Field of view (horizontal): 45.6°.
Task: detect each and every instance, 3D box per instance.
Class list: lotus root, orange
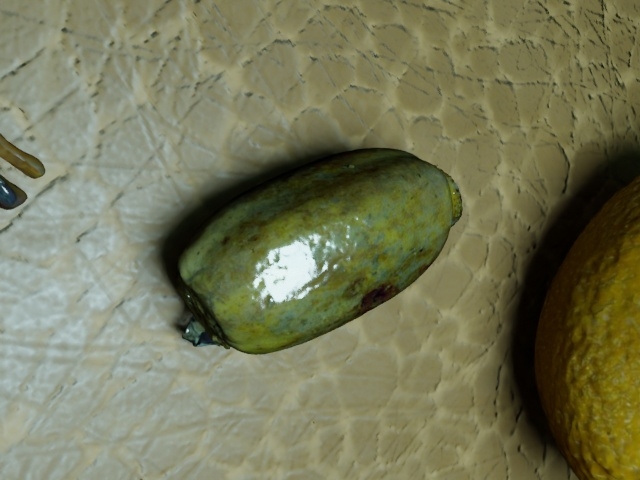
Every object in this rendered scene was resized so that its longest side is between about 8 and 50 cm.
[{"bbox_3d":[0.000,0.000,0.584,0.241,0.124,0.123,-30,117,-25],"label":"lotus root"},{"bbox_3d":[0.363,0.093,0.691,0.322,0.322,0.357,22,74,-29],"label":"orange"}]

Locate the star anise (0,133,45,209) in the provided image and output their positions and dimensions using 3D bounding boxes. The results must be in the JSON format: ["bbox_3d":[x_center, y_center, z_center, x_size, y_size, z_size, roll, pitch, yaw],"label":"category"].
[{"bbox_3d":[-0.230,-0.184,0.433,0.237,0.148,0.346,-13,89,-31],"label":"star anise"}]
